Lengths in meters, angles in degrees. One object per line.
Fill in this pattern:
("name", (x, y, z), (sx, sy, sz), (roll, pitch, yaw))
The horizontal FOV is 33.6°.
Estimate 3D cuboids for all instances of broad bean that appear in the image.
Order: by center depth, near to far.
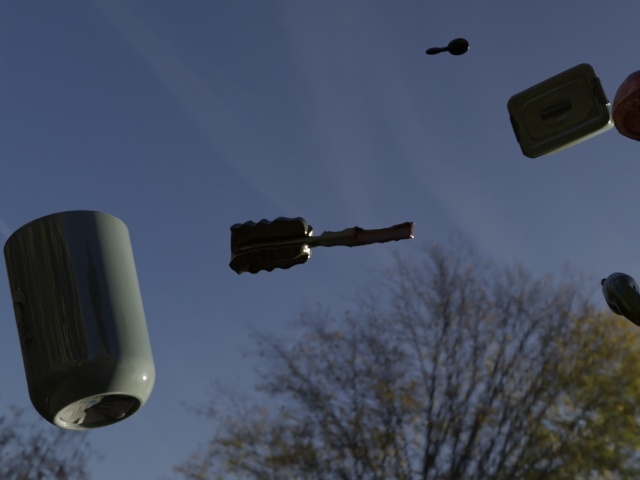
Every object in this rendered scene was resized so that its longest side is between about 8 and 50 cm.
("broad bean", (0.409, 0.073, 1.432), (0.048, 0.213, 0.070), (-28, -87, 11))

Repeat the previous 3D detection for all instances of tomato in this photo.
("tomato", (0.623, -0.271, 1.997), (0.139, 0.091, 0.159), (17, -38, -20))

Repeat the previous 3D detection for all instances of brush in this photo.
("brush", (0.178, -0.269, 1.488), (0.008, 0.024, 0.083), (-13, 8, -38))
("brush", (0.000, 0.000, 1.613), (0.301, 0.084, 0.071), (-7, -24, 21))

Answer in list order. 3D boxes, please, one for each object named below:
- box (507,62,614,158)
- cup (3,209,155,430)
("box", (0.429, -0.221, 1.861), (0.172, 0.124, 0.093), (-22, -15, 29))
("cup", (-0.381, 0.129, 1.687), (0.205, 0.312, 0.205), (-14, -28, -8))
